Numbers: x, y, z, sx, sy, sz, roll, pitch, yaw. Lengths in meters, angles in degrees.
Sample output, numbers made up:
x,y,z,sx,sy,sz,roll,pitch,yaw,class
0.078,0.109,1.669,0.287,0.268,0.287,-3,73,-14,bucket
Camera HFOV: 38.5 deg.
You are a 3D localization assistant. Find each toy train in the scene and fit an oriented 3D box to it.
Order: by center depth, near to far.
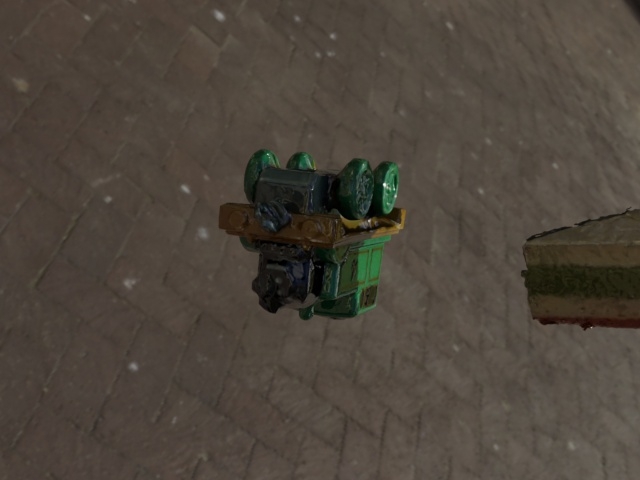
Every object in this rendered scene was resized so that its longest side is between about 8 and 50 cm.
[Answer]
x,y,z,sx,sy,sz,roll,pitch,yaw,class
0.000,0.000,0.711,0.228,0.091,0.136,-16,113,-69,toy train

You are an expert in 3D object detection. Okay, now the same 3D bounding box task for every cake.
x,y,z,sx,sy,sz,roll,pitch,yaw,class
0.278,0.006,0.708,0.116,0.220,0.086,-51,131,-49,cake
